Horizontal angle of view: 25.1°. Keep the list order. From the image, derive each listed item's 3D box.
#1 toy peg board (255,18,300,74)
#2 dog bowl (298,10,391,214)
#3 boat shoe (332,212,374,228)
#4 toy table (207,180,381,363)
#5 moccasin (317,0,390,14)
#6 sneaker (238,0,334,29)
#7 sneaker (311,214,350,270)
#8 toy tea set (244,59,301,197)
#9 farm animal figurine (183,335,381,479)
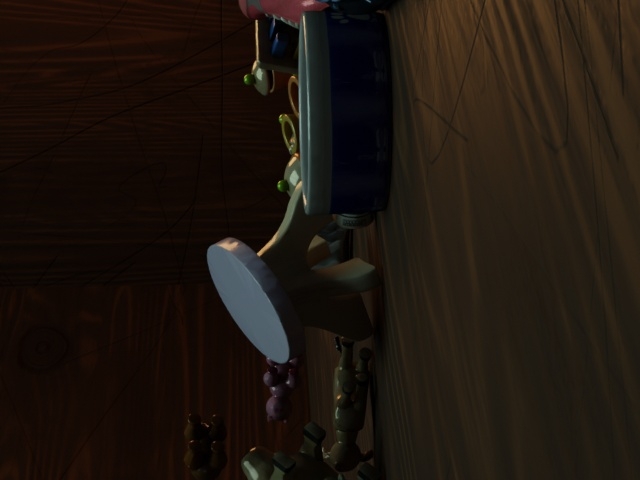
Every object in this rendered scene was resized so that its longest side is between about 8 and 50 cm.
[{"bbox_3d":[-0.015,-0.343,2.271,0.079,0.161,0.161,117,156,-49],"label":"toy peg board"},{"bbox_3d":[0.028,-0.166,1.872,0.265,0.104,0.264,179,90,-87],"label":"dog bowl"},{"bbox_3d":[0.038,-0.095,2.072,0.219,0.078,0.070,-114,20,-61],"label":"boat shoe"},{"bbox_3d":[-0.037,0.053,2.014,0.274,0.161,0.252,41,152,55],"label":"toy table"},{"bbox_3d":[0.029,-0.319,1.665,0.342,0.117,0.137,107,162,-80],"label":"moccasin"},{"bbox_3d":[-0.029,-0.351,2.104,0.314,0.116,0.136,-15,89,60],"label":"sneaker"},{"bbox_3d":[0.000,0.000,2.490,0.115,0.105,0.281,-85,-4,-80],"label":"sneaker"},{"bbox_3d":[-0.048,-0.188,2.362,0.336,0.124,0.200,-128,29,-52],"label":"toy tea set"},{"bbox_3d":[-0.021,0.318,2.036,0.326,0.330,0.172,51,151,34],"label":"farm animal figurine"}]
